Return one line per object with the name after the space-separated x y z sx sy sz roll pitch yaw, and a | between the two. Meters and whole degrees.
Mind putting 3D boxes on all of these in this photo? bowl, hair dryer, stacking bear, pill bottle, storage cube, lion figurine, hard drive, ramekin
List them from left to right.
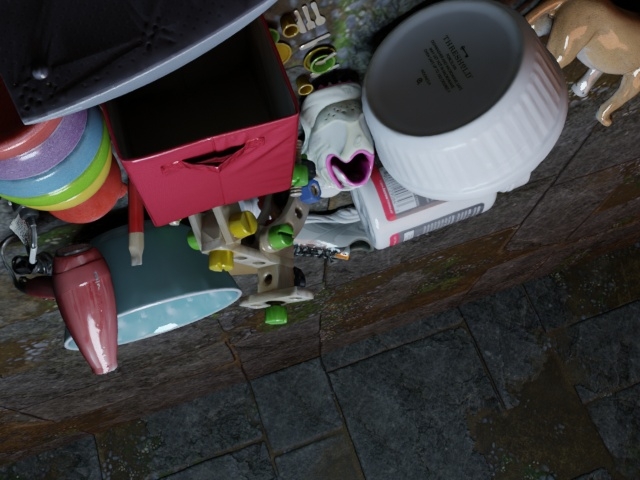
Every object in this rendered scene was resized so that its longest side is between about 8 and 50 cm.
-0.318 -0.109 0.714 0.175 0.164 0.289 -19 163 -6 | stacking bear
-0.379 0.067 0.914 0.080 0.294 0.224 -24 161 -39 | hair dryer
-0.174 -0.222 0.546 0.254 0.172 0.054 -27 174 1 | hard drive
-0.313 0.069 1.089 0.311 0.163 0.311 -19 169 -4 | bowl
-0.142 -0.150 0.697 0.183 0.215 0.193 -18 165 -10 | storage cube
-0.106 -0.058 1.146 0.116 0.065 0.065 -2 152 -39 | pill bottle
0.224 -0.115 1.165 0.318 0.176 0.176 -20 159 -3 | pill bottle
0.179 -0.198 0.821 0.272 0.273 0.127 -28 147 18 | ramekin
0.439 -0.314 0.944 0.392 0.142 0.240 -3 145 -31 | lion figurine

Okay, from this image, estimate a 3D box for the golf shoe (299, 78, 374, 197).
0.023 -0.125 1.005 0.115 0.140 0.306 -19 161 -8 | golf shoe

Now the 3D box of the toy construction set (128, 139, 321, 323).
-0.142 0.009 0.926 0.308 0.237 0.257 -4 171 11 | toy construction set

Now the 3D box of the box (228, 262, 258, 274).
-0.197 0.041 1.275 0.201 0.021 0.164 -5 159 7 | box

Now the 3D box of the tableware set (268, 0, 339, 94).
-0.031 -0.246 0.818 0.104 0.024 0.154 -23 159 6 | tableware set

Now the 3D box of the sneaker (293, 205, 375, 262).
0.000 0.000 1.329 0.271 0.108 0.100 -12 160 -17 | sneaker
